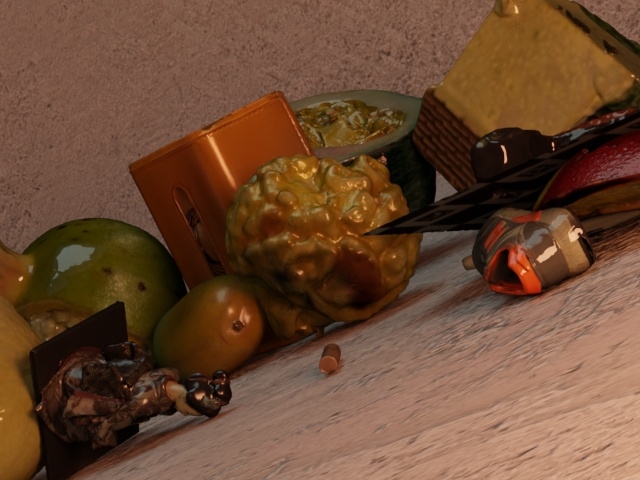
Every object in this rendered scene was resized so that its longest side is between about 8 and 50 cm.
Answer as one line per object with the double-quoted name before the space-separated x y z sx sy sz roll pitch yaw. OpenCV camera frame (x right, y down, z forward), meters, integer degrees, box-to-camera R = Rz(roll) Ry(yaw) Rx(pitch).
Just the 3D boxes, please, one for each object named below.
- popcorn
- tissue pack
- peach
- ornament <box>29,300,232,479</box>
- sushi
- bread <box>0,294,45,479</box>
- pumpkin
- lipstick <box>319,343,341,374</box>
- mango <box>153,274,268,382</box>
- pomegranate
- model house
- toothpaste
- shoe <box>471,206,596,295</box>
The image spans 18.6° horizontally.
"popcorn" 0.002 0.001 2.147 0.218 0.189 0.169 12 49 10
"tissue pack" -0.083 -0.012 2.346 0.145 0.274 0.194 -30 4 -38
"peach" 0.307 -0.073 1.748 0.279 0.068 0.189 -16 -5 23
"ornament" -0.170 0.166 1.971 0.196 0.153 0.166 5 21 32
"sushi" 0.262 -0.095 1.956 0.343 0.064 0.359 -24 -12 36
"bread" -0.423 0.199 2.052 0.321 0.237 0.320 -24 -13 -6
"pumpkin" 0.015 -0.059 2.542 0.263 0.196 0.293 -26 22 -28
"lipstick" 0.009 0.113 1.865 0.019 0.019 0.094 -26 3 4
"mango" -0.131 0.103 2.261 0.195 0.092 0.130 -6 60 59
"pomegranate" -0.309 0.079 2.438 0.260 0.341 0.260 -41 28 27
"model house" 0.290 -0.144 2.407 0.266 0.261 0.321 -51 -22 15
"toothpaste" 0.241 -0.011 1.932 0.233 0.038 0.060 -21 9 30
"shoe" 0.170 0.016 1.749 0.077 0.074 0.194 -32 7 -19
